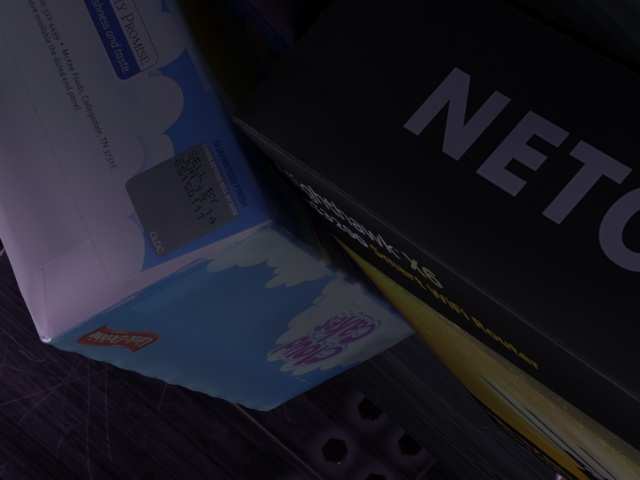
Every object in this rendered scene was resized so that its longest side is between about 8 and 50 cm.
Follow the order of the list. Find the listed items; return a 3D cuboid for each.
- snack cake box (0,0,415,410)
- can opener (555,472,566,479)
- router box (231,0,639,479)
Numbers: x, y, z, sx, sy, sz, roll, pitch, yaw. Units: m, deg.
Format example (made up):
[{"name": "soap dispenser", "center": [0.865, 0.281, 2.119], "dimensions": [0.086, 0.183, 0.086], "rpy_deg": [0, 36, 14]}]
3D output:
[{"name": "snack cake box", "center": [-0.050, -0.028, 0.677], "dimensions": [0.152, 0.089, 0.264], "rpy_deg": [64, -172, 15]}, {"name": "can opener", "center": [0.209, 0.170, 1.121], "dimensions": [0.095, 0.076, 0.283], "rpy_deg": [9, 177, -6]}, {"name": "router box", "center": [0.141, 0.060, 0.530], "dimensions": [0.309, 0.081, 0.243], "rpy_deg": [36, 172, 41]}]
